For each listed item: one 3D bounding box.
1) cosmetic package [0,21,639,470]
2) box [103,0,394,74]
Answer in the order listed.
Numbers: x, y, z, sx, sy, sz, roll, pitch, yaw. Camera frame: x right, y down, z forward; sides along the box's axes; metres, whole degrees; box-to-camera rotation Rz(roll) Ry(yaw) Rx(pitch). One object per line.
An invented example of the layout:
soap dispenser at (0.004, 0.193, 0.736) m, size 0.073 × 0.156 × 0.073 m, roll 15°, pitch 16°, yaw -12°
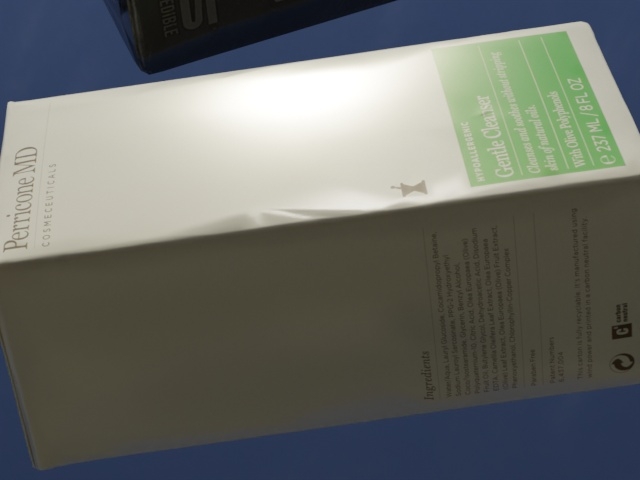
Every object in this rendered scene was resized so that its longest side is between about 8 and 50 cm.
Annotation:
cosmetic package at (0.000, 0.000, 1.014) m, size 0.366 × 0.155 × 0.197 m, roll -8°, pitch -146°, yaw -2°
box at (0.026, -0.161, 0.343) m, size 0.183 × 0.232 × 0.059 m, roll -18°, pitch -133°, yaw -12°
